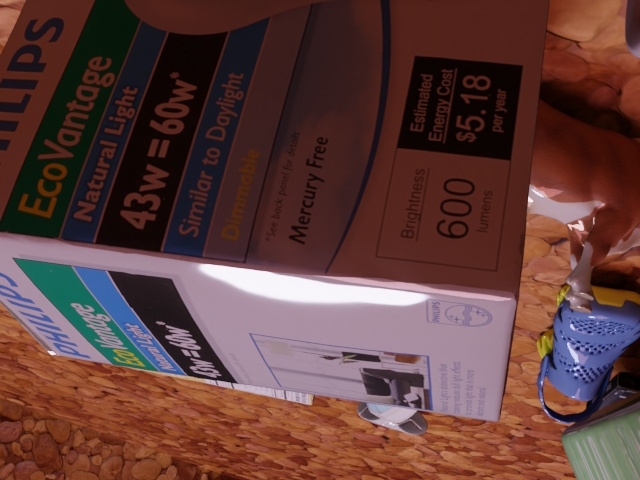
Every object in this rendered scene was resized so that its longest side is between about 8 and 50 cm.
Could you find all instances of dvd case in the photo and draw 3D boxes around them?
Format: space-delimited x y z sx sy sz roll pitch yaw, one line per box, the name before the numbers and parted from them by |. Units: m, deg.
dvd case | 0.595 0.287 1.541 0.238 0.030 0.179 11 155 3

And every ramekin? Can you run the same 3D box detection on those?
ramekin | 0.502 0.292 1.314 0.303 0.148 0.303 -23 167 -6

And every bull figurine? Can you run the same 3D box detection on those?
bull figurine | 0.237 -0.046 0.867 0.310 0.188 0.101 23 169 -7

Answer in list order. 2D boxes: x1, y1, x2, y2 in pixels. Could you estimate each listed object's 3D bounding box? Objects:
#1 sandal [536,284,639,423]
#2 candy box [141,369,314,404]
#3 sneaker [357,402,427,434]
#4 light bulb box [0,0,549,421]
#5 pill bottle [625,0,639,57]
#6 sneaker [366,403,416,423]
sandal | 0.372 0.163 1.267 0.126 0.138 0.317 10 153 11
candy box | -0.146 0.121 1.369 0.316 0.183 0.087 10 156 6
sneaker | 0.152 0.370 1.908 0.152 0.054 0.061 17 164 6
light bulb box | -0.024 -0.088 0.672 0.361 0.358 0.225 6 152 12
pill bottle | 0.331 -0.163 0.626 0.208 0.119 0.119 13 155 1
sneaker | 0.120 0.177 1.444 0.150 0.135 0.366 24 145 -5
